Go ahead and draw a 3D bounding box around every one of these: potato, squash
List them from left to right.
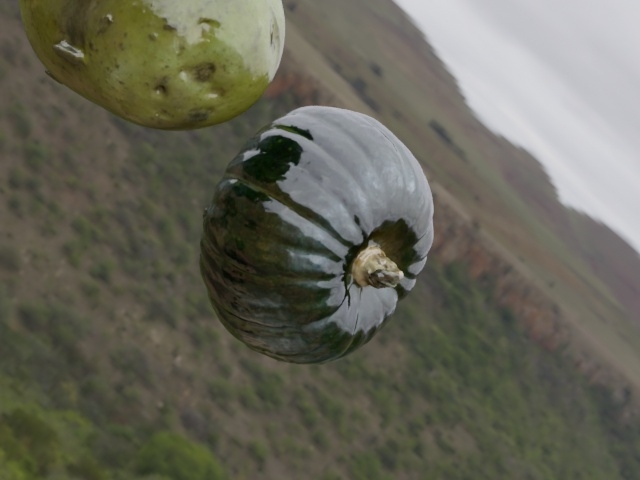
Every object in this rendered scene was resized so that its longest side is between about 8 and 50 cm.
[{"bbox_3d":[-0.135,-0.187,1.051,0.148,0.197,0.228,59,9,-47],"label":"potato"},{"bbox_3d":[-0.003,-0.003,1.124,0.172,0.218,0.218,27,4,12],"label":"squash"}]
